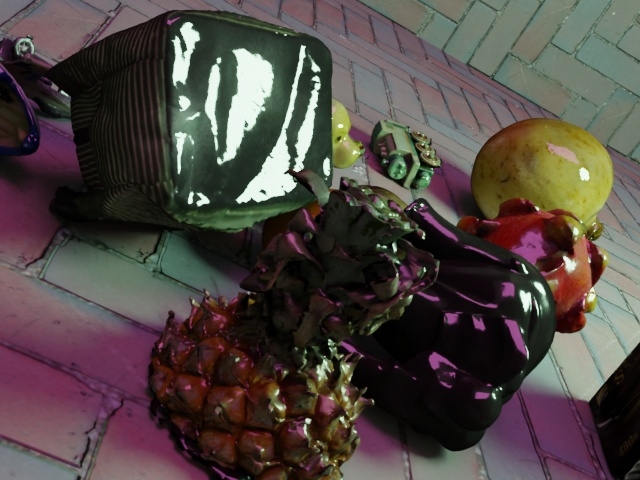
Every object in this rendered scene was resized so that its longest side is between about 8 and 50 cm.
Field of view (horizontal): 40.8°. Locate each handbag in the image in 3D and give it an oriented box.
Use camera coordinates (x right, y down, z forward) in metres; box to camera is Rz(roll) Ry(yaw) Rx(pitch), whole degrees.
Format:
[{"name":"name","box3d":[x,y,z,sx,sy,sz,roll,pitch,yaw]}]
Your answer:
[{"name":"handbag","box3d":[-0.156,-0.133,1.025,0.240,0.247,0.340,1,7,34]}]

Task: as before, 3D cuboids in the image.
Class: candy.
[{"name":"candy","box3d":[0.034,-0.200,1.701,0.123,0.035,0.035,31,-10,18]}]

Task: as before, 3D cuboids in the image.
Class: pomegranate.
[{"name":"pomegranate","box3d":[0.452,-0.127,1.788,0.307,0.307,0.307,27,24,-13]}]

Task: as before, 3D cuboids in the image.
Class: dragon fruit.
[{"name":"dragon fruit","box3d":[0.302,0.056,1.340,0.307,0.243,0.227,-17,70,-13]}]

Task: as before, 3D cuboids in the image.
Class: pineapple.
[{"name":"pineapple","box3d":[-0.005,0.068,0.832,0.262,0.272,0.262,26,25,-13]}]

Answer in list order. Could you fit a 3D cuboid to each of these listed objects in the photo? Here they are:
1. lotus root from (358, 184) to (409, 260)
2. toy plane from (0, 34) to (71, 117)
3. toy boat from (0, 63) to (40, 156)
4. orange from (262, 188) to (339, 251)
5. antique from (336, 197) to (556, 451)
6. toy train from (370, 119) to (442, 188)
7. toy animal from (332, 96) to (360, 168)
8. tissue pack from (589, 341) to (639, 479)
[{"name":"lotus root","box3d":[0.097,-0.004,1.281,0.214,0.138,0.138,28,23,-27]},{"name":"toy plane","box3d":[-0.382,-0.216,1.134,0.192,0.088,0.262,9,-2,37]},{"name":"toy boat","box3d":[-0.430,-0.176,0.962,0.262,0.114,0.115,30,13,-14]},{"name":"orange","box3d":[0.000,0.000,1.140,0.156,0.124,0.156,-4,30,3]},{"name":"antique","box3d":[0.156,0.096,1.061,0.255,0.185,0.322,43,53,16]},{"name":"toy train","box3d":[0.171,-0.174,1.764,0.125,0.081,0.194,15,30,-14]},{"name":"toy animal","box3d":[-0.037,-0.121,1.248,0.121,0.169,0.233,20,-6,-23]},{"name":"tissue pack","box3d":[0.571,0.190,1.188,0.198,0.370,0.210,30,24,-4]}]
